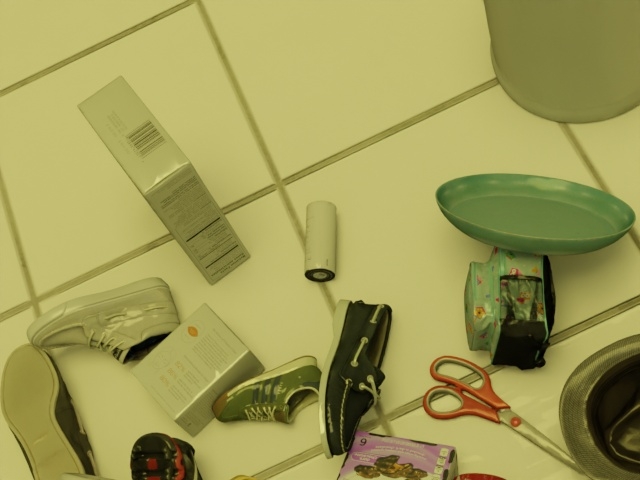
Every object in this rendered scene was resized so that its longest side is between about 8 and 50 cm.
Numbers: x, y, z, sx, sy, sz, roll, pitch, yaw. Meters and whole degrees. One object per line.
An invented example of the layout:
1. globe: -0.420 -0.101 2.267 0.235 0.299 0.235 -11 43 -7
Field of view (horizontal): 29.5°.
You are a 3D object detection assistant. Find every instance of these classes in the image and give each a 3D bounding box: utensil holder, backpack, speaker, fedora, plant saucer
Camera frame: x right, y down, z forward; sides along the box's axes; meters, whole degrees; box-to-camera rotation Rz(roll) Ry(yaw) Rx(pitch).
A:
1. utensil holder: 0.426 -0.435 2.025 0.327 0.385 0.328 -7 61 12
2. backpack: 0.298 0.090 1.912 0.144 0.166 0.188 8 63 10
3. speaker: 0.000 0.000 2.109 0.055 0.055 0.136 -6 61 13
4. fedora: 0.499 0.265 1.785 0.275 0.124 0.244 -26 58 8
5. plant saucer: 0.340 -0.041 1.941 0.317 0.044 0.317 3 21 -1

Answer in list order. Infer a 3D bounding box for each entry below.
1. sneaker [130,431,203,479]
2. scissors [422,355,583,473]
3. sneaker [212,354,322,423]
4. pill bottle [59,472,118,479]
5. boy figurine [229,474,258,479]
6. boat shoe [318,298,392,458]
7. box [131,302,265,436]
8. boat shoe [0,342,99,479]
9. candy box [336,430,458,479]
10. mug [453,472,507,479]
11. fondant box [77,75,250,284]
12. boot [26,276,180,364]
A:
1. sneaker: -0.239 0.439 1.923 0.097 0.135 0.276 -1 86 22
2. scissors: 0.296 0.267 1.902 0.297 0.021 0.109 19 68 25
3. sneaker: -0.079 0.265 1.985 0.192 0.064 0.086 -26 54 -2
4. pill bottle: -0.368 0.463 1.874 0.108 0.108 0.193 7 80 19
5. boy figurine: -0.140 0.491 1.846 0.177 0.092 0.285 29 50 -14
6. boat shoe: 0.057 0.210 1.919 0.091 0.114 0.302 -1 49 12
7. box: -0.204 0.217 2.032 0.170 0.091 0.130 -42 60 -8
8. boat shoe: -0.459 0.327 2.060 0.112 0.095 0.335 -27 54 -3
9. candy box: 0.105 0.392 1.825 0.165 0.070 0.196 6 42 19
10. mug: 0.242 0.431 1.770 0.113 0.150 0.169 23 58 -22
11. fondant box: -0.262 -0.097 2.075 0.096 0.330 0.238 -36 59 -6
12. boot: -0.368 0.160 2.092 0.258 0.095 0.123 -21 61 -10
